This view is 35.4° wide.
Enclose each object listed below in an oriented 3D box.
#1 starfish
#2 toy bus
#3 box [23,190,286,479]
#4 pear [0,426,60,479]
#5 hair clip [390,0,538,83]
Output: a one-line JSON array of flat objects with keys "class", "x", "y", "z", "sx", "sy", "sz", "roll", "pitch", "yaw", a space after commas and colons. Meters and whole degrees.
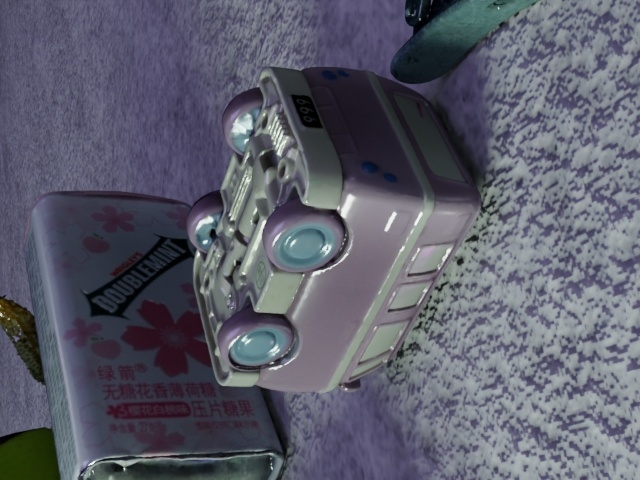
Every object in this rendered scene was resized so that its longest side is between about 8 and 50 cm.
[{"class": "starfish", "x": -0.267, "y": 0.162, "z": 1.143, "sx": 0.358, "sy": 0.078, "sz": 0.347, "roll": -27, "pitch": -76, "yaw": -76}, {"class": "toy bus", "x": 0.000, "y": 0.000, "z": 0.670, "sx": 0.202, "sy": 0.142, "sz": 0.142, "roll": -65, "pitch": 34, "yaw": 38}, {"class": "box", "x": -0.172, "y": 0.104, "z": 0.971, "sx": 0.369, "sy": 0.190, "sz": 0.112, "roll": 62, "pitch": 141, "yaw": 45}, {"class": "pear", "x": -0.213, "y": 0.372, "z": 0.922, "sx": 0.165, "sy": 0.399, "sz": 0.398, "roll": -7, "pitch": 80, "yaw": 32}, {"class": "hair clip", "x": 0.121, "y": -0.136, "z": 0.542, "sx": 0.275, "sy": 0.048, "sz": 0.083, "roll": 8, "pitch": 91, "yaw": 63}]
